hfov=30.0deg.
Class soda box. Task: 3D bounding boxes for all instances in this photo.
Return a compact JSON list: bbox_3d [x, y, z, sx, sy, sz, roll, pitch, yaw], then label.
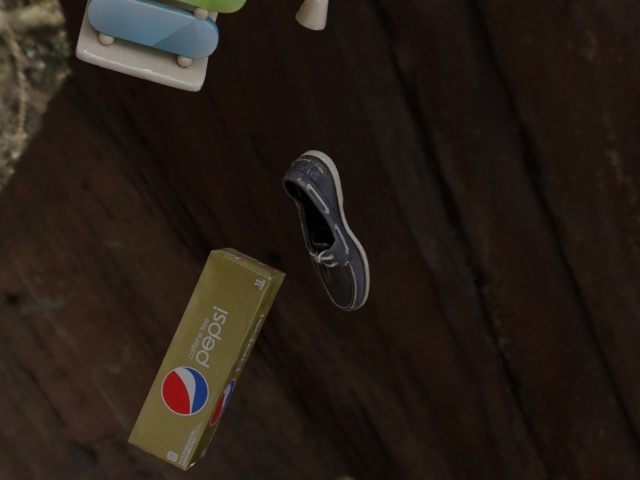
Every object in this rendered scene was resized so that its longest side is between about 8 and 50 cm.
[{"bbox_3d":[-0.096,0.099,1.018,0.058,0.181,0.061,24,6,8],"label":"soda box"}]

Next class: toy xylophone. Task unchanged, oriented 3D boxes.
[{"bbox_3d":[-0.081,-0.271,0.981,0.081,0.236,0.323,-93,-166,-49],"label":"toy xylophone"}]

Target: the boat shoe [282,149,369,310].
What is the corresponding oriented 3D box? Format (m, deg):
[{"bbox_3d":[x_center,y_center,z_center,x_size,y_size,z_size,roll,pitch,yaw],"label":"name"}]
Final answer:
[{"bbox_3d":[0.000,0.000,1.397,0.075,0.065,0.206,1,-62,35],"label":"boat shoe"}]
